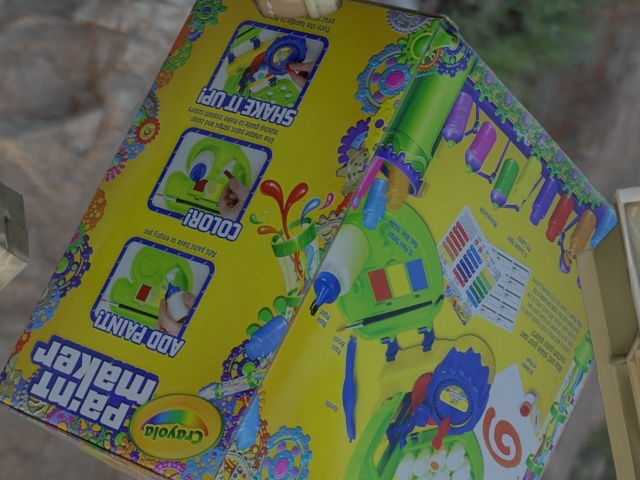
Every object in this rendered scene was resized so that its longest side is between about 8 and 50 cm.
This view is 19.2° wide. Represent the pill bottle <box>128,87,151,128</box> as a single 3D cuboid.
[{"bbox_3d":[0.000,0.000,1.425,0.323,0.181,0.181,53,57,-20],"label":"pill bottle"}]

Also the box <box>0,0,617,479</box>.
[{"bbox_3d":[0.013,0.045,1.105,0.290,0.177,0.279,41,72,-49],"label":"box"}]

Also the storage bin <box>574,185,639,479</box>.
[{"bbox_3d":[0.280,0.095,0.910,0.123,0.262,0.260,111,-30,-78],"label":"storage bin"}]

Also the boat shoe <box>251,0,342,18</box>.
[{"bbox_3d":[-0.093,-0.221,0.983,0.110,0.341,0.122,-26,142,-8],"label":"boat shoe"}]

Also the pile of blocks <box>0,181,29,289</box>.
[{"bbox_3d":[-0.370,-0.091,1.477,0.112,0.362,0.149,-42,164,22],"label":"pile of blocks"}]
